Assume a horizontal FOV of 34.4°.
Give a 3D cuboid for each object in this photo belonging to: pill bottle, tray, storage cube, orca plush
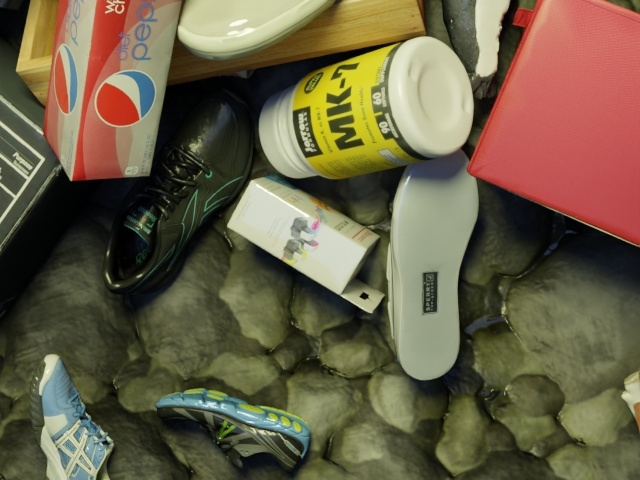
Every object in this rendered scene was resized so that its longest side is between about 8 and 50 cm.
[{"bbox_3d":[0.042,-0.127,1.061,0.208,0.119,0.119,-10,97,44],"label":"pill bottle"},{"bbox_3d":[-0.102,-0.268,1.080,0.410,0.076,0.203,-9,57,14],"label":"tray"},{"bbox_3d":[0.268,-0.127,1.016,0.215,0.183,0.193,23,103,7],"label":"storage cube"},{"bbox_3d":[0.166,-0.295,1.083,0.151,0.102,0.287,-14,110,-30],"label":"orca plush"}]

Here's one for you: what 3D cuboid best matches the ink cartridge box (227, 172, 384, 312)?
[{"bbox_3d":[0.000,0.000,1.132,0.181,0.104,0.062,31,104,6],"label":"ink cartridge box"}]

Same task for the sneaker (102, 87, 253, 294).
[{"bbox_3d":[-0.161,-0.047,1.161,0.101,0.106,0.267,31,102,8],"label":"sneaker"}]

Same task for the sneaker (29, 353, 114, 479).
[{"bbox_3d":[-0.294,0.234,1.250,0.081,0.080,0.211,-8,106,7],"label":"sneaker"}]

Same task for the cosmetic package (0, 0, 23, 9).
[{"bbox_3d":[-0.354,-0.331,1.194,0.060,0.041,0.115,34,103,5],"label":"cosmetic package"}]

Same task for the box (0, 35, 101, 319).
[{"bbox_3d":[-0.434,-0.085,1.173,0.296,0.183,0.294,40,105,3],"label":"box"}]

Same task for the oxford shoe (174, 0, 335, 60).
[{"bbox_3d":[0.008,-0.356,0.976,0.169,0.130,0.449,33,76,30],"label":"oxford shoe"}]

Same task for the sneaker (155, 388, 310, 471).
[{"bbox_3d":[-0.107,0.223,1.206,0.188,0.067,0.078,16,95,7],"label":"sneaker"}]

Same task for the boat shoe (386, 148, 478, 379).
[{"bbox_3d":[0.108,0.018,1.120,0.095,0.084,0.258,5,102,-13],"label":"boat shoe"}]

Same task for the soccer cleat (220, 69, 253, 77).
[{"bbox_3d":[-0.116,-0.206,1.149,0.196,0.068,0.076,-23,96,11],"label":"soccer cleat"}]

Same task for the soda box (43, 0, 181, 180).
[{"bbox_3d":[-0.189,-0.187,0.946,0.092,0.083,0.263,49,135,42],"label":"soda box"}]

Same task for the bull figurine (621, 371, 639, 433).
[{"bbox_3d":[0.467,0.145,1.056,0.310,0.101,0.188,-38,85,12],"label":"bull figurine"}]
